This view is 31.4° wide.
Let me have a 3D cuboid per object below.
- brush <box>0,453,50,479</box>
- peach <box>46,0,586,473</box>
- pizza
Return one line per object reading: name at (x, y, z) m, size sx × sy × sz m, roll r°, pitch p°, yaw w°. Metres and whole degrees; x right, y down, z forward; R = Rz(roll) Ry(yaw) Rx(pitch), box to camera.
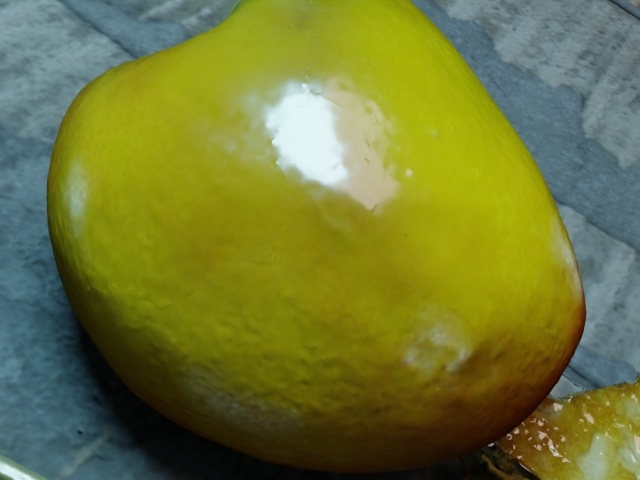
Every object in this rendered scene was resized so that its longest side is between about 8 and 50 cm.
brush at (-0.105, 0.177, 0.604) m, size 0.282 × 0.054 × 0.048 m, roll 30°, pitch 59°, yaw 0°
peach at (-0.003, 0.004, 0.680) m, size 0.289 × 0.289 × 0.308 m, roll -37°, pitch 97°, yaw -48°
pizza at (0.232, 0.203, 0.763) m, size 0.287 × 0.074 × 0.251 m, roll -1°, pitch 48°, yaw -31°
